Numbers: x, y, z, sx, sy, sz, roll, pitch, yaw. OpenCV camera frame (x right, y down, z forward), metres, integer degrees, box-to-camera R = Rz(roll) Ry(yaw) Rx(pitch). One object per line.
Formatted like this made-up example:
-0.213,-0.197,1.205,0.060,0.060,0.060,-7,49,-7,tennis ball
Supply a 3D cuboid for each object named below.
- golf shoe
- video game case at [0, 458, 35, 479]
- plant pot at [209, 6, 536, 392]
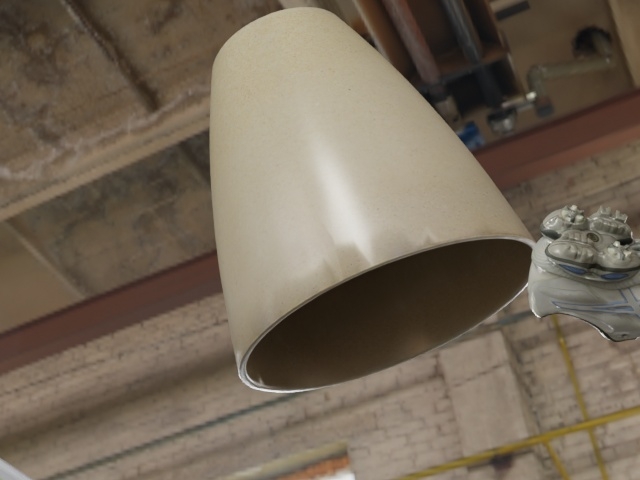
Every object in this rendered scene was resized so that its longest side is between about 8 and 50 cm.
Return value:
0.224,0.034,0.694,0.176,0.069,0.086,15,-50,2,golf shoe
-0.216,0.266,0.695,0.212,0.193,0.023,35,-15,-8,video game case
0.011,-0.051,0.876,0.256,0.274,0.256,-18,-24,-8,plant pot
